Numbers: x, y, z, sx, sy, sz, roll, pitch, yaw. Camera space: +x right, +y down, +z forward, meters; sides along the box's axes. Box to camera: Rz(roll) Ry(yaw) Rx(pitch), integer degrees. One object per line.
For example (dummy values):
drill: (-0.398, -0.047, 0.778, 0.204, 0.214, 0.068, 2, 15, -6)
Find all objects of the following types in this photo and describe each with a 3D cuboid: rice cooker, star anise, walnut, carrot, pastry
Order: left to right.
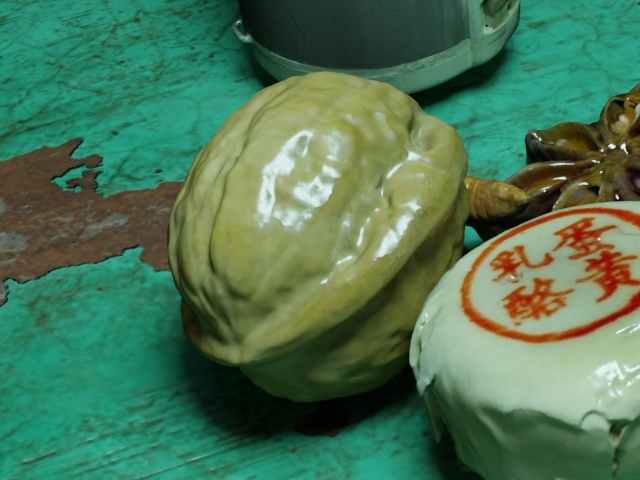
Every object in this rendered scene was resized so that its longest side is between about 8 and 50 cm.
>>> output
walnut: (0.000, 0.000, 1.118, 0.257, 0.224, 0.257, -29, 28, 17)
rice cooker: (0.049, -0.293, 1.429, 0.288, 0.277, 0.288, -7, 41, 6)
carrot: (0.094, -0.039, 1.239, 0.224, 0.057, 0.057, 9, 38, 46)
star anise: (0.231, -0.039, 1.244, 0.220, 0.099, 0.214, -30, 25, -5)
pastry: (0.193, 0.074, 1.019, 0.264, 0.133, 0.265, -13, 32, 8)
